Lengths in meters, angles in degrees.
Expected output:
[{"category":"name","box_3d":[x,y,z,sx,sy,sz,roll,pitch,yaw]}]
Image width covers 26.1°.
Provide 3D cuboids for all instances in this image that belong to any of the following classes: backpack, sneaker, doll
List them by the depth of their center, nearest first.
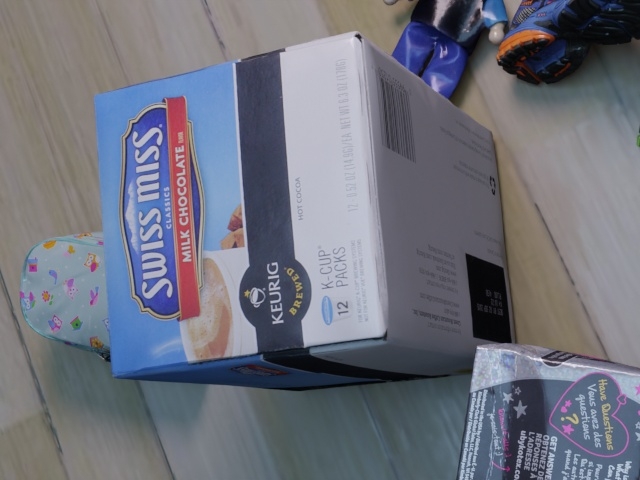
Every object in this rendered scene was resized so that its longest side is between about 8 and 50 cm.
[{"category":"sneaker","box_3d":[0.229,-0.212,1.183,0.221,0.083,0.087,-22,52,55]},{"category":"doll","box_3d":[0.112,-0.201,1.291,0.129,0.046,0.189,30,95,23]},{"category":"backpack","box_3d":[-0.200,0.049,1.352,0.182,0.115,0.152,10,89,26]}]

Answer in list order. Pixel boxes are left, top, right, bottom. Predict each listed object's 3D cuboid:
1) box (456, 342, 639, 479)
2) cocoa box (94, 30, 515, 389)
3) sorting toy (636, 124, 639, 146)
[{"category":"box","box_3d":[0.208,0.173,1.089,0.142,0.247,0.163,9,86,22]},{"category":"cocoa box","box_3d":[0.000,0.000,1.146,0.228,0.347,0.232,-9,79,22]},{"category":"sorting toy","box_3d":[0.309,-0.116,1.214,0.083,0.012,0.062,-27,78,14]}]
